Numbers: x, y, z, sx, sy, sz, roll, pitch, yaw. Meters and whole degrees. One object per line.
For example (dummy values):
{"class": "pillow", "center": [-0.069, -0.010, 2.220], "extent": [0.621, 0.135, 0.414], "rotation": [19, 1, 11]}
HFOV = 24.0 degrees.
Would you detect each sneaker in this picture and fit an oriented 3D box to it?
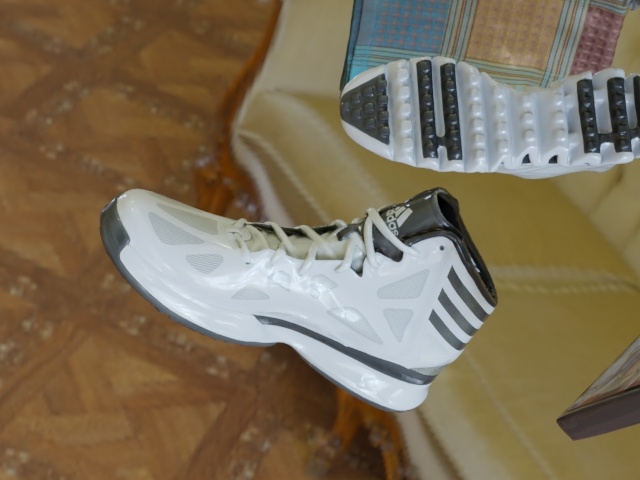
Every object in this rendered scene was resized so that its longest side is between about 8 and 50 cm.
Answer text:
{"class": "sneaker", "center": [0.000, 0.000, 1.639], "extent": [0.447, 0.257, 0.169], "rotation": [26, 31, -24]}
{"class": "sneaker", "center": [0.160, -0.100, 1.392], "extent": [0.292, 0.118, 0.110], "rotation": [4, 76, -5]}

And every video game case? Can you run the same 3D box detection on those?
{"class": "video game case", "center": [0.359, 0.079, 1.405], "extent": [0.248, 0.275, 0.035], "rotation": [-42, 89, -20]}

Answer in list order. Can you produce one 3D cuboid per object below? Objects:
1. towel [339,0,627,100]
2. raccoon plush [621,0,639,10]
{"class": "towel", "center": [0.220, -0.270, 2.071], "extent": [0.370, 0.271, 0.040], "rotation": [8, 44, 0]}
{"class": "raccoon plush", "center": [0.269, -0.382, 1.381], "extent": [0.446, 0.216, 0.299], "rotation": [39, -2, 45]}
